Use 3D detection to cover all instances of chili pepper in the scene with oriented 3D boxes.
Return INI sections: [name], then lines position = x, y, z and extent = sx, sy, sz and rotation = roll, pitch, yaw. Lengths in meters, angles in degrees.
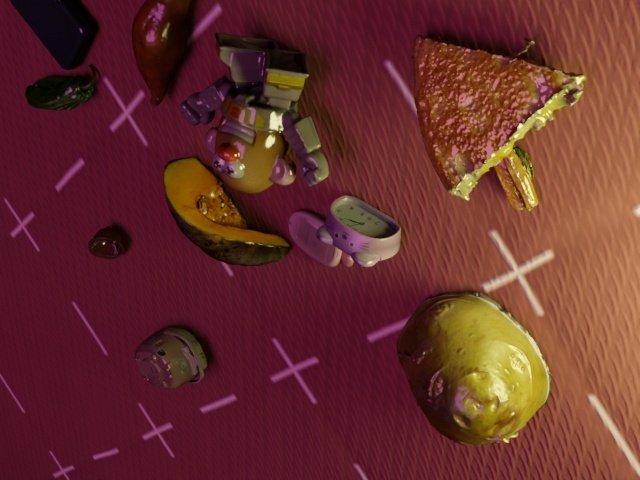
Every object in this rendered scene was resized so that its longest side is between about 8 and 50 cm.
[chili pepper]
position = -0.616, -0.350, 2.231
extent = 0.257, 0.100, 0.074
rotation = 6, 142, 38

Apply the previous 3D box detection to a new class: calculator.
[calculator]
position = 0.000, 0.000, 1.916
extent = 0.166, 0.024, 0.103
rotation = 33, 133, 25

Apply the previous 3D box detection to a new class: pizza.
[pizza]
position = 0.281, -0.206, 1.481
extent = 0.288, 0.075, 0.279
rotation = -4, 94, 36

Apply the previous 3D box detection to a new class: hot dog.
[hot dog]
position = 0.321, -0.107, 1.549
extent = 0.056, 0.041, 0.133
rotation = -5, 116, 53

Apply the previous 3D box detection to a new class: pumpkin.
[pumpkin]
position = -0.237, -0.020, 2.013
extent = 0.312, 0.169, 0.148
rotation = 41, 133, 17

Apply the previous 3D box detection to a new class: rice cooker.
[rice cooker]
position = -0.376, 0.297, 2.372
extent = 0.206, 0.127, 0.145
rotation = 2, 116, 51

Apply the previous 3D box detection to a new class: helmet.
[helmet]
position = -0.534, -0.002, 2.380
extent = 0.089, 0.057, 0.111
rotation = 18, 148, -21

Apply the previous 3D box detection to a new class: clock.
[clock]
position = 0.071, -0.019, 1.775
extent = 0.153, 0.110, 0.050
rotation = 32, 134, 25

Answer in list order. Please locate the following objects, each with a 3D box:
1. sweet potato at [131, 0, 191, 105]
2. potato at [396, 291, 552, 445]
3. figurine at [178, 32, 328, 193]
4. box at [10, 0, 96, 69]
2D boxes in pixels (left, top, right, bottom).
[sweet potato]
position = -0.322, -0.413, 1.900
extent = 0.112, 0.112, 0.359
rotation = 38, 138, 20
[potato]
position = 0.246, 0.239, 1.716
extent = 0.300, 0.196, 0.246
rotation = 32, 131, 27
[figurine]
position = -0.122, -0.222, 1.780
extent = 0.342, 0.167, 0.284
rotation = 46, 134, 43
[box]
position = -0.605, -0.512, 2.139
extent = 0.230, 0.050, 0.160
rotation = 52, 138, 6
